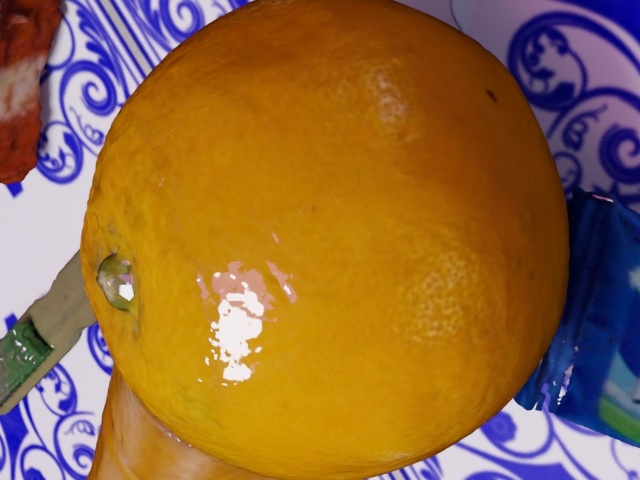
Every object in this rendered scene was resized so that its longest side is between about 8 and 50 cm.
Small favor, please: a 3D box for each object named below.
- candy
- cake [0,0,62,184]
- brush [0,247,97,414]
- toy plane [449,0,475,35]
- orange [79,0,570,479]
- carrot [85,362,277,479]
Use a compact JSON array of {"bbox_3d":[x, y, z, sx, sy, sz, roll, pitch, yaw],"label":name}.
[{"bbox_3d":[0.286,0.086,0.913,0.331,0.077,0.187,22,123,24],"label":"candy"},{"bbox_3d":[-0.371,-0.188,1.128,0.269,0.270,0.319,30,123,21],"label":"cake"},{"bbox_3d":[-0.234,0.071,1.288,0.054,0.048,0.282,50,127,4],"label":"brush"},{"bbox_3d":[0.071,-0.247,0.918,0.160,0.082,0.234,0,121,44],"label":"toy plane"},{"bbox_3d":[0.000,0.000,0.930,0.312,0.312,0.312,14,116,30],"label":"orange"},{"bbox_3d":[-0.086,0.163,1.152,0.196,0.196,0.254,38,135,16],"label":"carrot"}]
